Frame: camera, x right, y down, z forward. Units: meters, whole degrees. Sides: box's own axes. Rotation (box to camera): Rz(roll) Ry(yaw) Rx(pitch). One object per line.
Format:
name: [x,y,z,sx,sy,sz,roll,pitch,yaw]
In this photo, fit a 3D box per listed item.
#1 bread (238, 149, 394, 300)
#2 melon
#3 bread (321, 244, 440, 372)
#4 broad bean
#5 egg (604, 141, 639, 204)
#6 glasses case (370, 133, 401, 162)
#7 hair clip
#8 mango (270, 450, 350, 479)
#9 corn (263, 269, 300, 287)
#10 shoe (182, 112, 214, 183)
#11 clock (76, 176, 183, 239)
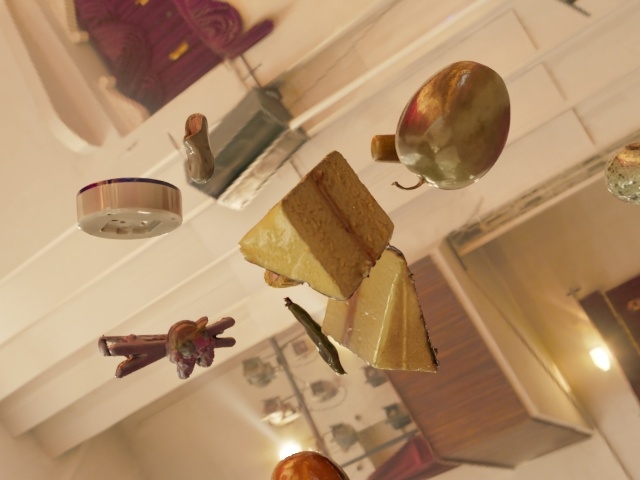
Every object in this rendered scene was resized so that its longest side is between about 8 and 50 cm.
bread: [0.000,0.000,1.469,0.236,0.198,0.263,46,-137,-4]
melon: [0.307,-0.258,1.660,0.271,0.308,0.272,22,-151,-13]
bread: [0.166,0.142,1.802,0.242,0.405,0.345,0,-156,-28]
broad bean: [-0.007,0.275,2.056,0.298,0.060,0.043,56,-138,-15]
egg: [0.673,-0.142,1.494,0.132,0.172,0.132,3,-97,-25]
glasses case: [0.237,-0.243,1.898,0.234,0.064,0.079,-6,-84,-28]
hair clip: [-0.305,0.221,1.453,0.090,0.278,0.137,-131,38,-66]
mango: [-0.010,0.551,1.534,0.236,0.166,0.136,49,179,43]
corn: [-0.098,0.097,2.101,0.081,0.081,0.248,62,-168,8]
shoe: [-0.323,-0.242,1.826,0.078,0.079,0.195,23,-124,-54]
clock: [-0.424,-0.066,1.604,0.230,0.230,0.083,19,-117,-57]
